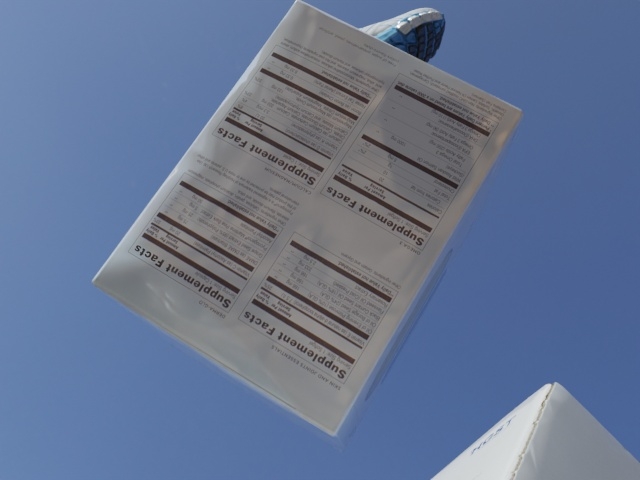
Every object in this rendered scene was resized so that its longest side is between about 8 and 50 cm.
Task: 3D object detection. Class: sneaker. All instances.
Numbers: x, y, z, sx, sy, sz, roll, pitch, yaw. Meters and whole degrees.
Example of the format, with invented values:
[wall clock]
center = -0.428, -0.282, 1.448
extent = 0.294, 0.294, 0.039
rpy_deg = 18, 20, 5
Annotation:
[sneaker]
center = 0.064, -0.235, 0.892
extent = 0.083, 0.190, 0.071
rpy_deg = 43, -27, 39

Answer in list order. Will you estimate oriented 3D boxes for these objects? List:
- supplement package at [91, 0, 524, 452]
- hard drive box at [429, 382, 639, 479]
[supplement package]
center = 0.000, 0.000, 0.603
extent = 0.198, 0.263, 0.199
rpy_deg = 30, -15, 12
[hard drive box]
center = 0.043, 0.183, 0.301
extent = 0.089, 0.232, 0.181
rpy_deg = 44, -60, 9
